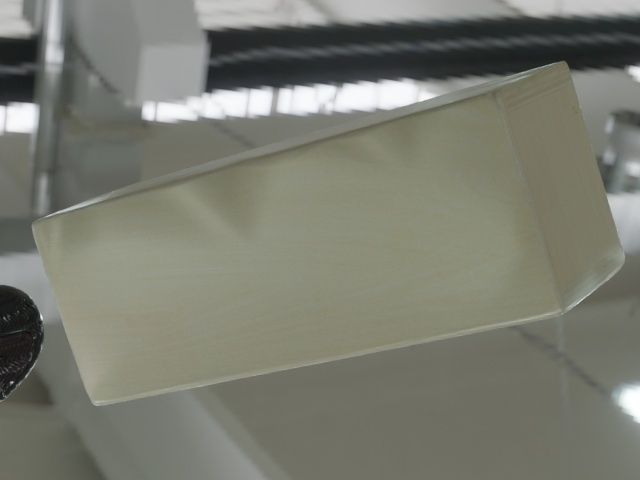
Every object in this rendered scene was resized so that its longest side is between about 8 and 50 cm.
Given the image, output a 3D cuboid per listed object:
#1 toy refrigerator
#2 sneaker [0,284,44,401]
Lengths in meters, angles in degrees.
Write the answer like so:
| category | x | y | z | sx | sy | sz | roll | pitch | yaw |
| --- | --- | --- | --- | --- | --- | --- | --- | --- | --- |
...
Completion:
| category | x | y | z | sx | sy | sz | roll | pitch | yaw |
| --- | --- | --- | --- | --- | --- | --- | --- | --- | --- |
| toy refrigerator | 0.000 | 0.000 | 0.797 | 0.269 | 0.102 | 0.094 | -14 | -173 | 32 |
| sneaker | -0.356 | 0.098 | 1.216 | 0.281 | 0.106 | 0.162 | -29 | -151 | -27 |
